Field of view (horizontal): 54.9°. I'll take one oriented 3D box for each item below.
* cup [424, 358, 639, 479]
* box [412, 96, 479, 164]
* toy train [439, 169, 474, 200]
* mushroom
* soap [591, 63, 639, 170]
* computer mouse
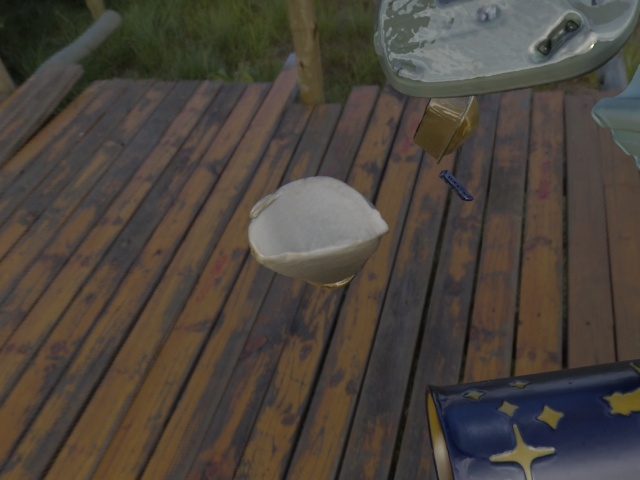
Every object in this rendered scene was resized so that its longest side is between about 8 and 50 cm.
[{"bbox_3d":[0.255,0.255,0.614,0.257,0.178,0.254,-9,70,2],"label":"cup"},{"bbox_3d":[0.239,-0.220,1.142,0.111,0.177,0.111,3,67,-7],"label":"box"},{"bbox_3d":[0.243,-0.093,1.098,0.017,0.083,0.017,-56,25,-17],"label":"toy train"},{"bbox_3d":[0.007,-0.005,0.887,0.154,0.407,0.137,-32,83,2],"label":"mushroom"},{"bbox_3d":[0.403,-0.094,0.595,0.095,0.173,0.289,-46,11,10],"label":"soap"},{"bbox_3d":[0.227,-0.289,0.789,0.331,0.197,0.095,-2,6,29],"label":"computer mouse"}]
